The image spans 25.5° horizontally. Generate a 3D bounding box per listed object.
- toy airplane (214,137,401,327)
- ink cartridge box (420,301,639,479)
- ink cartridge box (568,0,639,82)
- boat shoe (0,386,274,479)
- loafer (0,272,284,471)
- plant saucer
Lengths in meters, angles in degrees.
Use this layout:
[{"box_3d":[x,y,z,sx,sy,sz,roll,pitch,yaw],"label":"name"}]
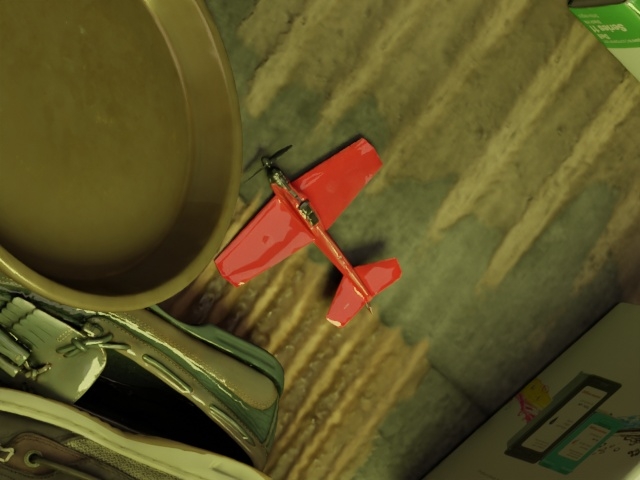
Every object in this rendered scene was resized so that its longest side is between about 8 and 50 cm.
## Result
[{"box_3d":[0.000,0.000,1.029,0.151,0.028,0.151,-3,97,-22],"label":"toy airplane"},{"box_3d":[0.234,0.212,1.061,0.270,0.197,0.198,-39,108,-15],"label":"ink cartridge box"},{"box_3d":[0.323,-0.173,1.120,0.208,0.087,0.153,41,79,-21],"label":"ink cartridge box"},{"box_3d":[-0.162,0.169,0.892,0.285,0.092,0.103,15,127,-4],"label":"boat shoe"},{"box_3d":[-0.139,0.083,0.928,0.267,0.096,0.084,22,47,-26],"label":"loafer"},{"box_3d":[-0.154,-0.090,0.883,0.278,0.041,0.278,19,65,-47],"label":"plant saucer"}]
